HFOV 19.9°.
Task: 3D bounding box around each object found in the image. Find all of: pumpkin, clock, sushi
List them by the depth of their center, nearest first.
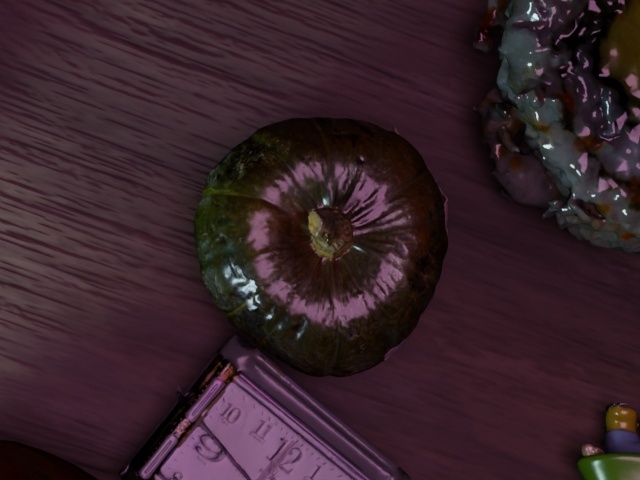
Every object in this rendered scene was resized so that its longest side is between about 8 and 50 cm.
[{"bbox_3d":[0.001,-0.001,1.798,0.260,0.189,0.260,2,78,-8],"label":"pumpkin"},{"bbox_3d":[-0.058,0.236,1.842,0.253,0.083,0.186,41,82,-8],"label":"clock"},{"bbox_3d":[0.352,-0.176,1.881,0.417,0.176,0.417,0,89,-11],"label":"sushi"}]

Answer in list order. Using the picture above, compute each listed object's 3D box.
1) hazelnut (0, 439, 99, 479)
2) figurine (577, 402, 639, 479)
[{"bbox_3d":[-0.323,0.387,1.663,0.421,0.353,0.421,0,90,15],"label":"hazelnut"},{"bbox_3d":[0.320,0.306,1.893,0.162,0.143,0.263,15,69,-17],"label":"figurine"}]
